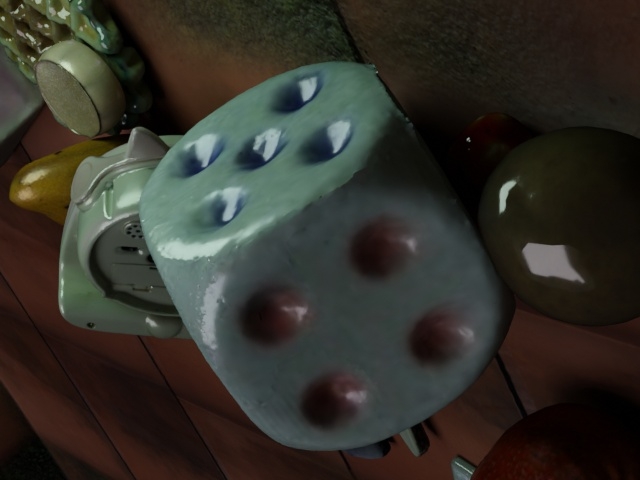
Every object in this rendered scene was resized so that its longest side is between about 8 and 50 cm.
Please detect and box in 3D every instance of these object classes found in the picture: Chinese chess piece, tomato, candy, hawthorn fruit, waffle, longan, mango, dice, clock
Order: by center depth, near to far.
[{"bbox_3d":[0.219,-0.012,1.288,0.189,0.189,0.189,38,154,22],"label":"longan"},{"bbox_3d":[0.154,-0.069,1.390,0.087,0.087,0.075,47,-171,3],"label":"tomato"},{"bbox_3d":[0.006,0.014,1.451,0.268,0.262,0.265,55,-175,-32],"label":"dice"},{"bbox_3d":[0.247,0.271,1.629,0.205,0.205,0.253,55,162,-16],"label":"hawthorn fruit"},{"bbox_3d":[-0.170,-0.009,1.833,0.265,0.109,0.324,5,142,-8],"label":"clock"},{"bbox_3d":[-0.290,-0.183,1.890,0.122,0.051,0.122,34,149,24],"label":"Chinese chess piece"},{"bbox_3d":[-0.279,-0.070,1.959,0.157,0.262,0.109,-20,92,28],"label":"mango"},{"bbox_3d":[-0.331,-0.257,1.970,0.292,0.056,0.309,53,153,-13],"label":"waffle"},{"bbox_3d":[-0.535,-0.156,2.297,0.145,0.208,0.358,44,156,-6],"label":"candy"}]

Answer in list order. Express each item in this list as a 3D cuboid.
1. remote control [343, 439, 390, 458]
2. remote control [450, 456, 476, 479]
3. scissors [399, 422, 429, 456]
[{"bbox_3d":[-0.031,0.136,2.073,0.107,0.044,0.377,-2,127,52],"label":"remote control"},{"bbox_3d":[0.213,0.316,1.962,0.124,0.018,0.053,30,152,36],"label":"remote control"},{"bbox_3d":[0.064,0.150,1.935,0.138,0.041,0.289,-5,120,50],"label":"scissors"}]
